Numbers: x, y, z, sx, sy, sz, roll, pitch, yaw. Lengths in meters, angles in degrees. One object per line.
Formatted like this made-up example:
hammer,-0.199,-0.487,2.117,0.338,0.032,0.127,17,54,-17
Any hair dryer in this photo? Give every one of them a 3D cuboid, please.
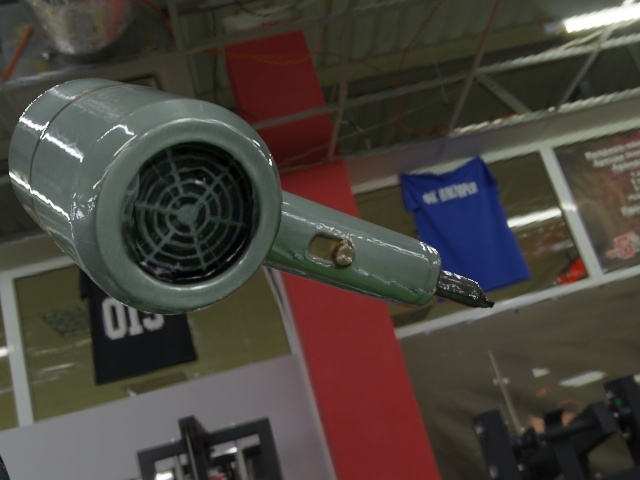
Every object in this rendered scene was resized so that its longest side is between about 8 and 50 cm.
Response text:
hair dryer,0.000,0.000,0.494,0.357,0.107,0.173,17,6,-34

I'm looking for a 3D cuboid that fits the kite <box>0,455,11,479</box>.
kite,-0.256,0.186,0.572,0.122,0.090,0.004,39,-54,-17
